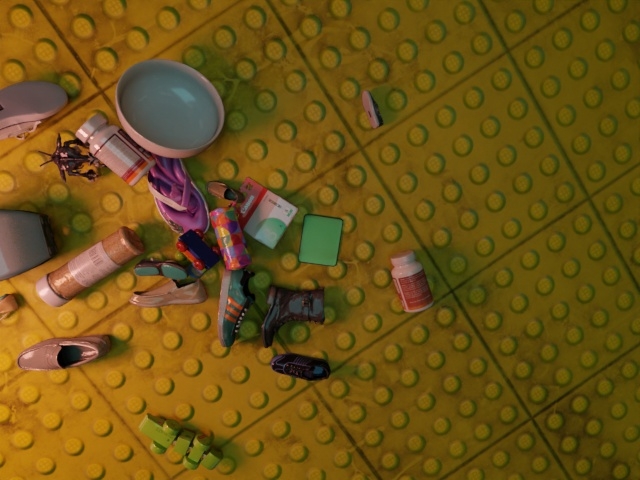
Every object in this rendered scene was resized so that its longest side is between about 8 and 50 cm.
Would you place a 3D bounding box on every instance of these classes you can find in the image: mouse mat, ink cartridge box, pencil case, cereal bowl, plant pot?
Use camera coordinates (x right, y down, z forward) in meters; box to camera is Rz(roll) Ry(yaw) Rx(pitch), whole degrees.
[{"bbox_3d":[0.000,0.000,1.593,0.153,0.007,0.189,8,97,-6],"label":"mouse mat"},{"bbox_3d":[-0.220,-0.101,1.538,0.225,0.056,0.180,32,92,-10],"label":"ink cartridge box"},{"bbox_3d":[-0.315,-0.012,1.490,0.105,0.104,0.236,-15,88,-4],"label":"pencil case"},{"bbox_3d":[-0.502,-0.419,1.399,0.339,0.141,0.338,10,67,-24],"label":"cereal bowl"},{"bbox_3d":[-1.036,0.007,1.384,0.253,0.247,0.247,-13,98,-21],"label":"plant pot"}]

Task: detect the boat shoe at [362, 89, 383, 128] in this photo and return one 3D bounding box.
[{"bbox_3d":[0.193,-0.484,1.540,0.040,0.049,0.142,-23,100,-22],"label":"boat shoe"}]

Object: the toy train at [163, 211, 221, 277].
[{"bbox_3d":[-0.485,0.021,1.494,0.248,0.105,0.143,46,134,-3],"label":"toy train"}]

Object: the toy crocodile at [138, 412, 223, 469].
[{"bbox_3d":[-0.525,0.760,1.589,0.341,0.105,0.115,28,93,-3],"label":"toy crocodile"}]

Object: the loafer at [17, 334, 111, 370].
[{"bbox_3d":[-0.926,0.405,1.497,0.320,0.111,0.111,-13,97,-4],"label":"loafer"}]

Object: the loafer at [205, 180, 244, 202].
[{"bbox_3d":[-0.348,-0.178,1.513,0.148,0.050,0.056,19,94,1],"label":"loafer"}]

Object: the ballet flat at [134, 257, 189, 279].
[{"bbox_3d":[-0.566,0.096,1.513,0.203,0.074,0.074,3,96,6],"label":"ballet flat"}]

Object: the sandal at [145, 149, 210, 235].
[{"bbox_3d":[-0.528,-0.197,1.472,0.170,0.102,0.415,-23,98,-2],"label":"sandal"}]

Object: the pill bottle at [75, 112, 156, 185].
[{"bbox_3d":[-0.651,-0.289,1.341,0.121,0.121,0.221,-45,112,1],"label":"pill bottle"}]

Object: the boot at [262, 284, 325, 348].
[{"bbox_3d":[-0.097,0.290,1.574,0.229,0.091,0.262,9,93,-6],"label":"boot"}]

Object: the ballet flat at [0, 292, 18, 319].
[{"bbox_3d":[-1.184,0.271,1.478,0.232,0.080,0.073,-27,113,0],"label":"ballet flat"}]

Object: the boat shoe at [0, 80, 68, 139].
[{"bbox_3d":[-1.023,-0.399,1.393,0.367,0.156,0.135,-41,94,-29],"label":"boat shoe"}]

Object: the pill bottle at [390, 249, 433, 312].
[{"bbox_3d":[0.341,0.152,1.584,0.121,0.121,0.216,-20,98,-3],"label":"pill bottle"}]

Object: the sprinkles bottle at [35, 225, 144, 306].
[{"bbox_3d":[-0.802,0.091,1.469,0.356,0.121,0.121,-33,98,-1],"label":"sprinkles bottle"}]

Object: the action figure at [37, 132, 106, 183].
[{"bbox_3d":[-0.786,-0.277,1.424,0.276,0.141,0.163,-3,99,-21],"label":"action figure"}]

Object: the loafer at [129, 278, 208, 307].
[{"bbox_3d":[-0.548,0.186,1.520,0.269,0.102,0.091,-2,95,-14],"label":"loafer"}]

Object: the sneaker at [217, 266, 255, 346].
[{"bbox_3d":[-0.305,0.249,1.540,0.121,0.108,0.301,5,94,-2],"label":"sneaker"}]

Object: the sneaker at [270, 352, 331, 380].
[{"bbox_3d":[-0.075,0.486,1.597,0.233,0.090,0.081,4,96,-6],"label":"sneaker"}]
